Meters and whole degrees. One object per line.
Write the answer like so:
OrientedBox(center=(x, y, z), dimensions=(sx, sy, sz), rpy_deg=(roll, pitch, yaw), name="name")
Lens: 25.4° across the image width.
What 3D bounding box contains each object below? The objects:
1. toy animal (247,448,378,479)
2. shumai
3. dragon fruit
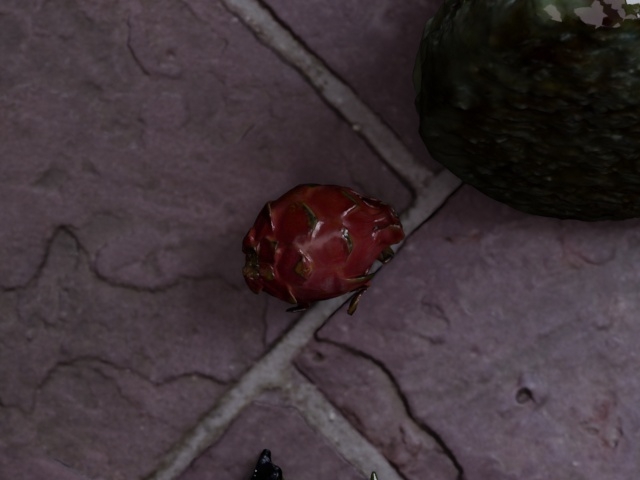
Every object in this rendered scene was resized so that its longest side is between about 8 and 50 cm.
OrientedBox(center=(-0.009, 0.282, 1.459), dimensions=(0.202, 0.070, 0.105), rpy_deg=(9, 100, -2), name="toy animal")
OrientedBox(center=(0.273, -0.223, 1.343), dimensions=(0.395, 0.395, 0.348), rpy_deg=(8, 63, 3), name="shumai")
OrientedBox(center=(0.000, 0.000, 1.430), dimensions=(0.166, 0.133, 0.136), rpy_deg=(-20, 130, 4), name="dragon fruit")
